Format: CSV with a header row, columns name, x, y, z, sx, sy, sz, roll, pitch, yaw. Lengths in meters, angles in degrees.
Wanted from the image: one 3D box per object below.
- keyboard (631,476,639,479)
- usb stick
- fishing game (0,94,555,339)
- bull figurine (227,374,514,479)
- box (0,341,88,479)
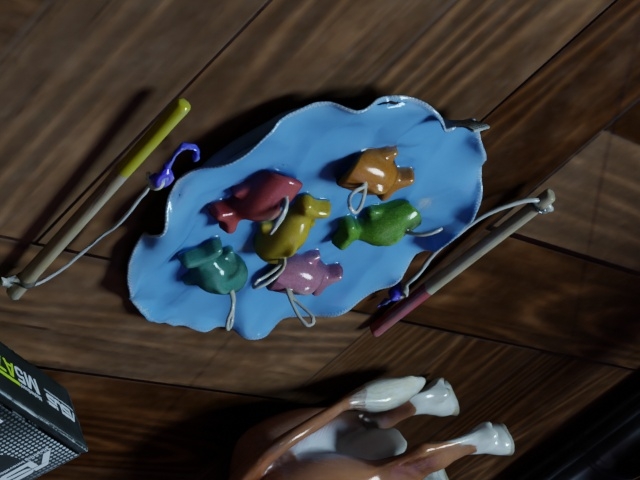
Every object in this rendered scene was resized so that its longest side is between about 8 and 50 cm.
name,x,y,z,sx,sy,sz,roll,pitch,yaw
keyboard,0.380,0.148,1.123,0.201,0.033,0.317,-10,178,40
usb stick,0.253,0.121,1.084,0.077,0.045,0.278,17,130,-45
fishing game,0.000,0.000,0.711,0.189,0.041,0.264,-40,147,28
bull figurine,0.011,0.189,0.957,0.188,0.101,0.310,-22,152,-15
box,-0.230,0.096,0.682,0.190,0.045,0.184,-27,148,4
